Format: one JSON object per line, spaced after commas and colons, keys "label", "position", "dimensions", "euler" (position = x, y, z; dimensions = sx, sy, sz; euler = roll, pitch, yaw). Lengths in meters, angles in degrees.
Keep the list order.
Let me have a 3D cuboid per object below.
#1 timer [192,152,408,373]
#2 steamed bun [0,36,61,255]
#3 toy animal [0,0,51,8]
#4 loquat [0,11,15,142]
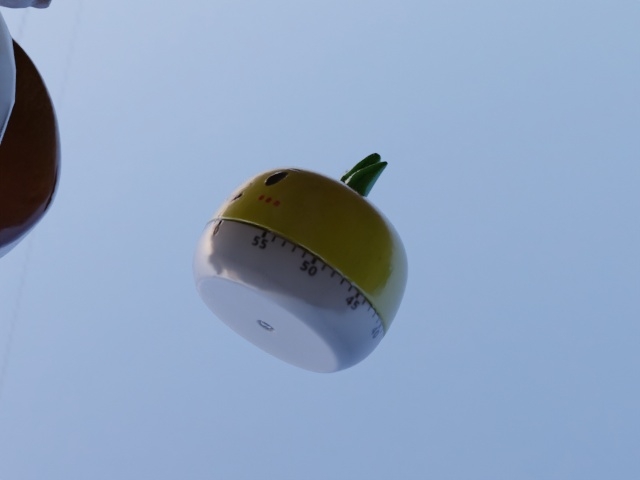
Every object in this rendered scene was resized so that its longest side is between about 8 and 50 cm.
{"label": "timer", "position": [0.000, 0.000, 1.804], "dimensions": [0.285, 0.285, 0.285], "euler": [1, -145, -1]}
{"label": "steamed bun", "position": [-0.458, -0.149, 1.608], "dimensions": [0.379, 0.235, 0.248], "euler": [27, -103, -11]}
{"label": "toy animal", "position": [-0.355, -0.408, 1.737], "dimensions": [0.138, 0.282, 0.140], "euler": [6, -138, -37]}
{"label": "loquat", "position": [-0.325, -0.103, 1.000], "dimensions": [0.235, 0.235, 0.235], "euler": [1, -145, -1]}
